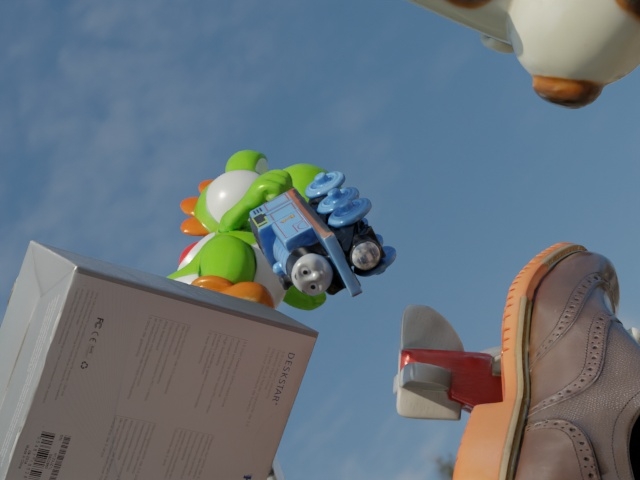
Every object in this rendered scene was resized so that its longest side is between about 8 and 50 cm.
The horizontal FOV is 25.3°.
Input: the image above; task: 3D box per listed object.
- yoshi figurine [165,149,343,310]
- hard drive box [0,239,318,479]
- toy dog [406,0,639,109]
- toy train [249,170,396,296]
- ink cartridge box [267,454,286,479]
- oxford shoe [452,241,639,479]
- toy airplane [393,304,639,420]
[{"bbox_3d":[-0.052,0.012,1.674,0.203,0.362,0.203,32,-58,-21],"label":"yoshi figurine"},{"bbox_3d":[-0.139,0.120,1.121,0.232,0.089,0.181,19,-88,-37],"label":"hard drive box"},{"bbox_3d":[0.259,-0.363,1.838,0.285,0.408,0.395,-59,-16,20],"label":"toy dog"},{"bbox_3d":[0.000,0.000,1.313,0.105,0.184,0.080,-30,-69,-3],"label":"toy train"},{"bbox_3d":[-0.161,0.278,1.798,0.197,0.273,0.114,-20,14,1],"label":"ink cartridge box"},{"bbox_3d":[0.185,0.115,0.963,0.364,0.132,0.130,-62,-34,-55],"label":"oxford shoe"},{"bbox_3d":[0.283,0.165,1.865,0.384,0.386,0.272,35,-104,-41],"label":"toy airplane"}]
